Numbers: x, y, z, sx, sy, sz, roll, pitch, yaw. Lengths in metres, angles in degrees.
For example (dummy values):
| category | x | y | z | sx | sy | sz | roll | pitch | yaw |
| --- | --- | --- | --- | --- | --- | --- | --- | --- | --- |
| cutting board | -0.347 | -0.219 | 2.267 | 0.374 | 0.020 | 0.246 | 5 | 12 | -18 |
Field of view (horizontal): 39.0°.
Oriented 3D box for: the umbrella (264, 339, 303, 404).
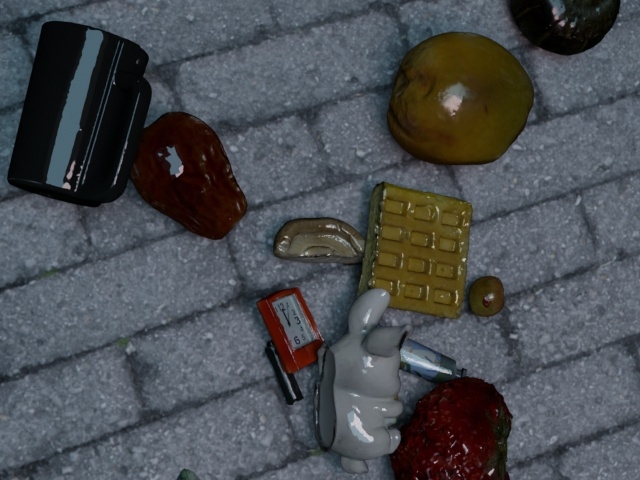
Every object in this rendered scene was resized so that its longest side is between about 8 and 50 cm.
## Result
| category | x | y | z | sx | sy | sz | roll | pitch | yaw |
| --- | --- | --- | --- | --- | --- | --- | --- | --- | --- |
| umbrella | -0.071 | 0.257 | 1.769 | 0.036 | 0.031 | 0.133 | -18 | 84 | -45 |

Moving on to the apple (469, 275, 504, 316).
| category | x | y | z | sx | sy | sz | roll | pitch | yaw |
| --- | --- | --- | --- | --- | --- | --- | --- | --- | --- |
| apple | 0.335 | 0.112 | 1.828 | 0.071 | 0.084 | 0.084 | -4 | 83 | 7 |

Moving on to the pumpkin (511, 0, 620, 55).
| category | x | y | z | sx | sy | sz | roll | pitch | yaw |
| --- | --- | --- | --- | --- | --- | --- | --- | --- | --- |
| pumpkin | 0.516 | -0.510 | 1.902 | 0.238 | 0.159 | 0.238 | 2 | 78 | -11 |

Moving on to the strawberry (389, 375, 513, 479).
| category | x | y | z | sx | sy | sz | roll | pitch | yaw |
| --- | --- | --- | --- | --- | --- | --- | --- | --- | --- |
| strawberry | 0.240 | 0.396 | 1.715 | 0.220 | 0.274 | 0.274 | -3 | 81 | 28 |

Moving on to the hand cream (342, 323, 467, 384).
| category | x | y | z | sx | sy | sz | roll | pitch | yaw |
| --- | --- | --- | --- | --- | --- | --- | --- | --- | --- |
| hand cream | 0.167 | 0.230 | 1.806 | 0.256 | 0.055 | 0.088 | 23 | 85 | 1 |

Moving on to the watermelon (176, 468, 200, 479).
| category | x | y | z | sx | sy | sz | roll | pitch | yaw |
| --- | --- | --- | --- | --- | --- | --- | --- | --- | --- |
| watermelon | -0.234 | 0.523 | 1.698 | 0.094 | 0.081 | 0.180 | -17 | 91 | -37 |

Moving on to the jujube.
| category | x | y | z | sx | sy | sz | roll | pitch | yaw |
| --- | --- | --- | --- | --- | --- | --- | --- | --- | --- |
| jujube | -0.249 | -0.120 | 1.721 | 0.190 | 0.190 | 0.255 | -46 | 100 | -12 |

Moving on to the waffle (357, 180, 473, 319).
| category | x | y | z | sx | sy | sz | roll | pitch | yaw |
| --- | --- | --- | --- | --- | --- | --- | --- | --- | --- |
| waffle | 0.193 | 0.022 | 1.804 | 0.221 | 0.055 | 0.248 | 12 | 81 | -25 |

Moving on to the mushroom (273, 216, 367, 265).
| category | x | y | z | sx | sy | sz | roll | pitch | yaw |
| --- | --- | --- | --- | --- | --- | --- | --- | --- | --- |
| mushroom | 0.000 | 0.000 | 1.792 | 0.210 | 0.072 | 0.094 | 0 | 79 | -21 |

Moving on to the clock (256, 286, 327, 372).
| category | x | y | z | sx | sy | sz | roll | pitch | yaw |
| --- | --- | --- | --- | --- | --- | --- | --- | --- | --- |
| clock | -0.061 | 0.173 | 1.752 | 0.113 | 0.061 | 0.155 | -17 | 82 | -55 |

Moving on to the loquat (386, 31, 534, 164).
| category | x | y | z | sx | sy | sz | roll | pitch | yaw |
| --- | --- | --- | --- | --- | --- | --- | --- | --- | --- |
| loquat | 0.277 | -0.272 | 1.787 | 0.284 | 0.276 | 0.276 | 19 | 80 | -9 |

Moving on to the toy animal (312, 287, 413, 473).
| category | x | y | z | sx | sy | sz | roll | pitch | yaw |
| --- | --- | --- | --- | --- | --- | --- | --- | --- | --- |
| toy animal | 0.081 | 0.267 | 1.693 | 0.154 | 0.208 | 0.325 | 0 | 119 | -23 |

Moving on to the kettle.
| category | x | y | z | sx | sy | sz | roll | pitch | yaw |
| --- | --- | --- | --- | --- | --- | --- | --- | --- | --- |
| kettle | -0.428 | -0.223 | 1.685 | 0.262 | 0.203 | 0.308 | 12 | 83 | 8 |
